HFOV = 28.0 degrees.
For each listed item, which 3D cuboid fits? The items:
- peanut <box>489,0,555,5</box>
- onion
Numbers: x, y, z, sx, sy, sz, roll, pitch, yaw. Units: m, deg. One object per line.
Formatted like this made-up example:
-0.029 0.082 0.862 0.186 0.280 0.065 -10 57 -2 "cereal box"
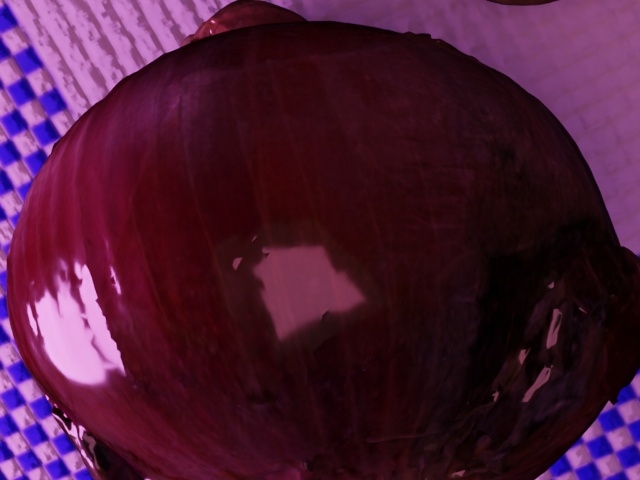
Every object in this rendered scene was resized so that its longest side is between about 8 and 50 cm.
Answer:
0.174 -0.201 0.747 0.226 0.095 0.108 -10 128 7 "peanut"
0.001 0.034 0.728 0.353 0.353 0.354 1 107 4 "onion"
